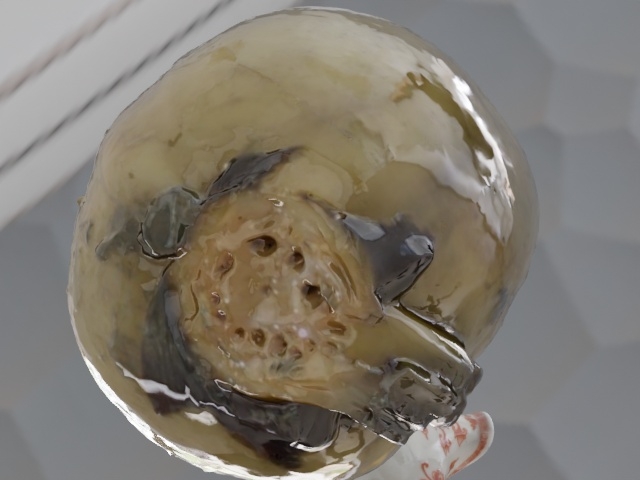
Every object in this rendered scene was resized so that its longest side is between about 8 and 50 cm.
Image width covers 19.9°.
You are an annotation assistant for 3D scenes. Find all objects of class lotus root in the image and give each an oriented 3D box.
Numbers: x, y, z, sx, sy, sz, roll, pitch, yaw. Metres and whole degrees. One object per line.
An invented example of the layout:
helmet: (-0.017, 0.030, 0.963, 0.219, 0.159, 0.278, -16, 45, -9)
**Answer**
lotus root: (0.000, 0.000, 0.741, 0.183, 0.183, 0.310, -49, -4, 7)

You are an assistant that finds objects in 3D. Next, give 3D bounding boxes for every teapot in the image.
teapot: (0.013, 0.191, 1.440, 0.245, 0.159, 0.116, -32, -34, 21)
